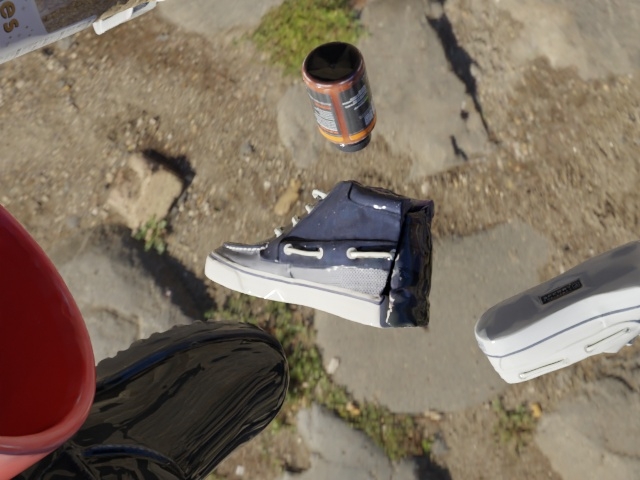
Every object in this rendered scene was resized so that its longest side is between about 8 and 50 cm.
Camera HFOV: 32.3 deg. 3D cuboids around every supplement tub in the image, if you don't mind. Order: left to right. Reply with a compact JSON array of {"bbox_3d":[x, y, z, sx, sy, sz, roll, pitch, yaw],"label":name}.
[{"bbox_3d":[0.037,-0.233,1.860,0.106,0.106,0.198,-8,145,8],"label":"supplement tub"}]

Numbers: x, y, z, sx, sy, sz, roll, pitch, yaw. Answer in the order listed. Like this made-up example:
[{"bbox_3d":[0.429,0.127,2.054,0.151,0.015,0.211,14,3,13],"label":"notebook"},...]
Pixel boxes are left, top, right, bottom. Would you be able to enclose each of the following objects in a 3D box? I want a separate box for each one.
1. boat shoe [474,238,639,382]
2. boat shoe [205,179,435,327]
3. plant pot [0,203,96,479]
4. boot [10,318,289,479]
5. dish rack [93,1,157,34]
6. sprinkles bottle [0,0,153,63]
[{"bbox_3d":[0.303,0.080,1.191,0.268,0.096,0.088,-26,116,10],"label":"boat shoe"},{"bbox_3d":[0.000,0.000,1.346,0.341,0.127,0.158,12,94,39],"label":"boat shoe"},{"bbox_3d":[-0.323,0.091,0.701,0.243,0.275,0.275,-43,105,16],"label":"plant pot"},{"bbox_3d":[-0.058,0.251,0.838,0.367,0.445,0.146,-17,126,-36],"label":"boot"},{"bbox_3d":[-0.278,-0.447,1.575,0.072,0.333,0.285,-5,97,-19],"label":"dish rack"},{"bbox_3d":[-0.254,-0.212,0.908,0.121,0.355,0.121,33,140,33],"label":"sprinkles bottle"}]
